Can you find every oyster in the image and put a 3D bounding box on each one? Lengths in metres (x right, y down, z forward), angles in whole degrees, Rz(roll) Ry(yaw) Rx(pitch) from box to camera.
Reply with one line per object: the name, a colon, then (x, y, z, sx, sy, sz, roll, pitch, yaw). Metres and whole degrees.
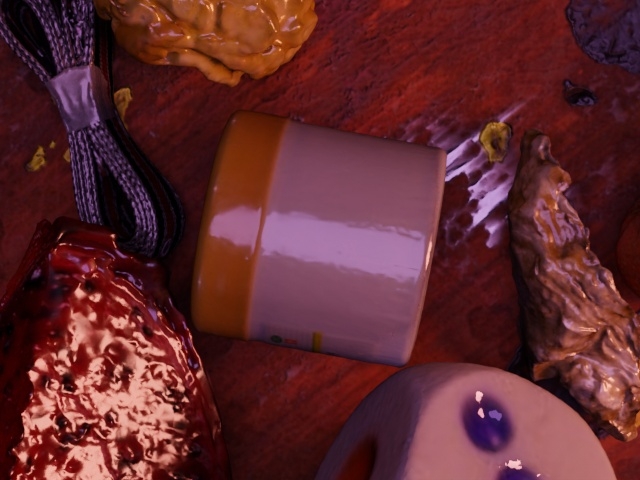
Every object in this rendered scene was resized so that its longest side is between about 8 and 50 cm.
oyster: (0.260, 0.057, 1.494, 0.110, 0.166, 0.341, -15, 107, -5)

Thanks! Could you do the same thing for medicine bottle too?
medicine bottle: (0.000, 0.000, 1.454, 0.232, 0.238, 0.238, 11, 92, 2)

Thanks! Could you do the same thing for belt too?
belt: (-0.252, -0.137, 1.540, 0.126, 0.094, 0.359, -20, 88, 7)

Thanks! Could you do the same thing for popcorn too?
popcorn: (-0.123, -0.281, 1.475, 0.250, 0.190, 0.250, 16, 59, -29)

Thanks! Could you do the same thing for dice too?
dice: (0.133, 0.297, 1.406, 0.251, 0.243, 0.259, 28, 52, -13)

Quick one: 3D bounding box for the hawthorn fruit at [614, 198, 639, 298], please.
hawthorn fruit: (0.451, 0.032, 1.496, 0.285, 0.165, 0.165, 27, 93, -21)

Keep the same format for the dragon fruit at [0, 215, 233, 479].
dragon fruit: (-0.250, 0.154, 1.456, 0.286, 0.228, 0.329, 10, 77, -37)
